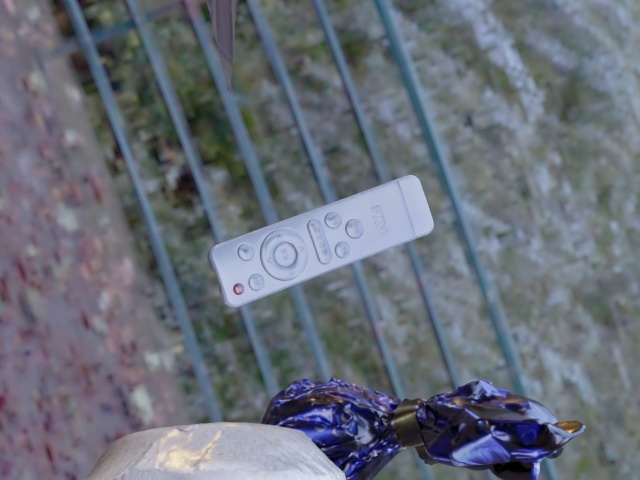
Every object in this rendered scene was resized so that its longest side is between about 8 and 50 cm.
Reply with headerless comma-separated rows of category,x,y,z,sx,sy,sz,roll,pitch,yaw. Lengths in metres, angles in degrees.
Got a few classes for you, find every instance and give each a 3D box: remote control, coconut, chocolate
remote control,0.000,0.000,1.311,0.027,0.184,0.050,-14,-85,67
coconut,-0.086,0.280,1.349,0.237,0.237,0.266,27,55,-71
chocolate,0.104,0.181,1.628,0.148,0.343,0.126,26,62,-45

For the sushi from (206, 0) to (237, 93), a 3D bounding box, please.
sushi,-0.036,-0.278,0.948,0.294,0.059,0.292,-105,-165,-46
